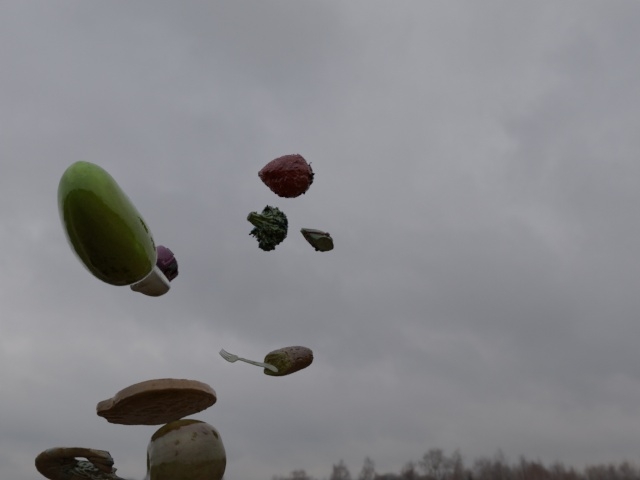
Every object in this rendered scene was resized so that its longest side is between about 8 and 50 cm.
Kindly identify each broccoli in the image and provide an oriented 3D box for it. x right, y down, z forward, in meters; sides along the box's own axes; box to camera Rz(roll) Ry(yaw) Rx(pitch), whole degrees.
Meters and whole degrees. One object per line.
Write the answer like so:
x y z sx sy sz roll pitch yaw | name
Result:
-0.188 -0.051 1.895 0.160 0.167 0.155 33 -13 -30 | broccoli

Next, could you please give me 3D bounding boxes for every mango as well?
-0.410 -0.016 1.067 0.149 0.185 0.273 -31 -29 -19 | mango

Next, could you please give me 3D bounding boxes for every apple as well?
-0.420 0.690 1.722 0.234 0.256 0.257 2 -25 -28 | apple

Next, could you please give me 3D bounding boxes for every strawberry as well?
-0.110 -0.210 1.753 0.187 0.146 0.082 6 -4 6 | strawberry

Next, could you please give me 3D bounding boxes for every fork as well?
-0.246 0.418 1.906 0.220 0.034 0.028 14 -62 15 | fork

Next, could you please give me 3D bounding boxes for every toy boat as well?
0.000 0.000 2.173 0.185 0.071 0.089 28 -82 -42 | toy boat

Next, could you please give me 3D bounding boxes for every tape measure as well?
-0.556 0.078 1.956 0.074 0.118 0.125 -40 -9 -33 | tape measure

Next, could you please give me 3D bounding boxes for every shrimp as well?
-0.606 0.584 1.444 0.255 0.059 0.145 14 -62 -12 | shrimp

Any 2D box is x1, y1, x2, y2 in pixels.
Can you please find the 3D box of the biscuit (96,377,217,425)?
-0.549 0.566 1.896 0.365 0.062 0.385 -25 -31 19 | biscuit

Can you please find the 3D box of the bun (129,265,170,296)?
-0.497 0.109 1.568 0.094 0.138 0.138 -37 -23 -12 | bun

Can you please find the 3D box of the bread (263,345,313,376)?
-0.124 0.460 2.121 0.132 0.103 0.172 -14 -10 33 | bread
